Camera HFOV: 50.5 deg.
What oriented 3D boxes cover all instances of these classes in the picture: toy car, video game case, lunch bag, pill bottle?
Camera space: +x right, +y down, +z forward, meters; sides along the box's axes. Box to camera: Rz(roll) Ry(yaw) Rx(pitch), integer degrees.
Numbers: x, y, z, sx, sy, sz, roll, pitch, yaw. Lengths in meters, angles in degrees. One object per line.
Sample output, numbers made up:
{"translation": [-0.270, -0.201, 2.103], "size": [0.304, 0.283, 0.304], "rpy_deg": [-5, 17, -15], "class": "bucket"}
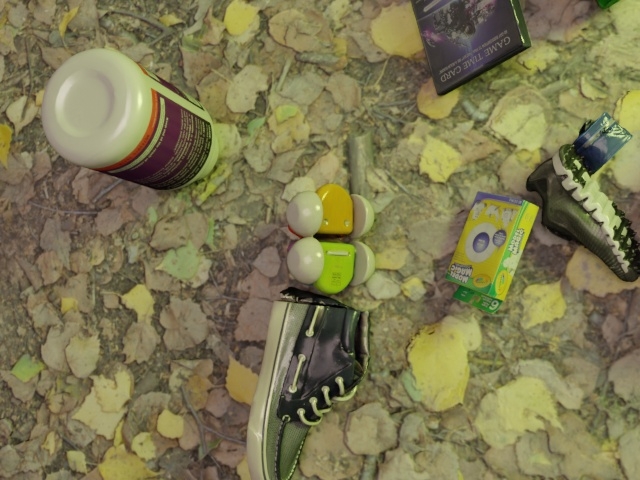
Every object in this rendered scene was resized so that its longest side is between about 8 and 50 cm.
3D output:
{"translation": [0.000, 0.000, 1.140], "size": [0.136, 0.159, 0.182], "rpy_deg": [-9, 81, 51], "class": "toy car"}
{"translation": [0.220, -0.397, 1.085], "size": [0.196, 0.026, 0.274], "rpy_deg": [-21, 84, 57], "class": "video game case"}
{"translation": [0.421, -0.151, 1.035], "size": [0.067, 0.098, 0.065], "rpy_deg": [-44, 78, -1], "class": "lunch bag"}
{"translation": [-0.296, -0.185, 1.141], "size": [0.181, 0.323, 0.182], "rpy_deg": [-2, 84, 17], "class": "pill bottle"}

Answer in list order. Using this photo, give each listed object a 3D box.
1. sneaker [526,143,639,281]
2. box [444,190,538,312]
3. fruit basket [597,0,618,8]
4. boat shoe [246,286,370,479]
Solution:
{"translation": [0.401, -0.030, 1.046], "size": [0.106, 0.078, 0.234], "rpy_deg": [-32, 95, 46], "class": "sneaker"}
{"translation": [0.263, 0.017, 1.071], "size": [0.105, 0.043, 0.179], "rpy_deg": [21, 92, 57], "class": "box"}
{"translation": [0.370, -0.538, 1.011], "size": [0.392, 0.283, 0.392], "rpy_deg": [-1, 84, 9], "class": "fruit basket"}
{"translation": [-0.014, 0.252, 1.111], "size": [0.158, 0.127, 0.341], "rpy_deg": [5, 85, 25], "class": "boat shoe"}
